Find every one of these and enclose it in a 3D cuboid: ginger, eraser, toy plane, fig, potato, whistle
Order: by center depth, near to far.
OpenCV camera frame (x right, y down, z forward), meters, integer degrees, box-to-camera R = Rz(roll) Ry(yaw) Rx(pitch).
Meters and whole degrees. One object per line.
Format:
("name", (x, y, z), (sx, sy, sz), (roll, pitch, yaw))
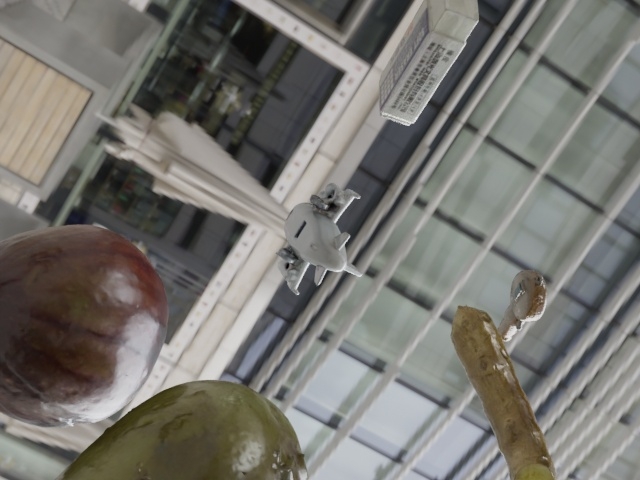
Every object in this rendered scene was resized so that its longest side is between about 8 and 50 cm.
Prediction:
("potato", (-0.124, 0.237, 0.654), (0.173, 0.210, 0.307), (12, -126, 42))
("fig", (-0.265, 0.068, 0.796), (0.203, 0.249, 0.187), (-8, -109, 30))
("ginger", (0.235, 0.208, 1.158), (0.065, 0.118, 0.299), (-32, -138, 17))
("eraser", (0.202, -0.364, 1.730), (0.279, 0.081, 0.124), (122, -20, -44))
("toy plane", (0.000, 0.000, 1.829), (0.244, 0.117, 0.245), (-39, -142, 39))
("whistle", (0.415, 0.138, 1.865), (0.220, 0.057, 0.107), (105, -17, -52))
